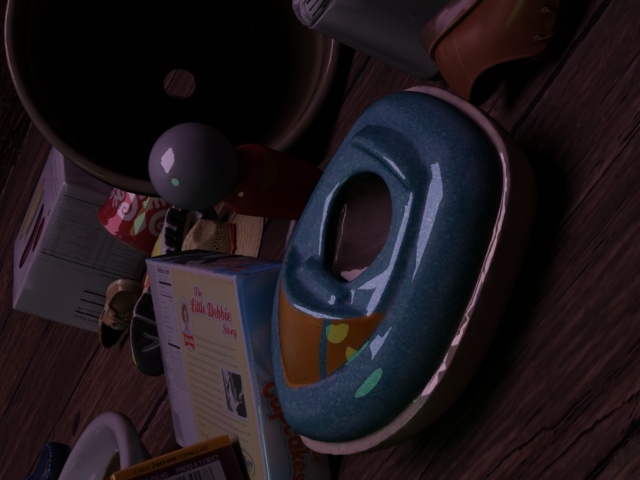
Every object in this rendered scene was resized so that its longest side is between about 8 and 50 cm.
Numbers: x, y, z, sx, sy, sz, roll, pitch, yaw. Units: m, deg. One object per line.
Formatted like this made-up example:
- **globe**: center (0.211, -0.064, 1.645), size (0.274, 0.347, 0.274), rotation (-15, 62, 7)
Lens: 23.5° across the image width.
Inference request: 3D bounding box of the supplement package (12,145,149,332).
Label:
- **supplement package**: center (-0.320, -0.016, 2.111), size (0.194, 0.149, 0.203), rotation (-110, 42, -61)

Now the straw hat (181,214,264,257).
- **straw hat**: center (-0.115, 0.013, 1.639), size (0.144, 0.061, 0.144), rotation (-164, 90, -72)

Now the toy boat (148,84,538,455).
- **toy boat**: center (0.000, 0.000, 1.090), size (0.318, 0.148, 0.267), rotation (36, 108, 51)

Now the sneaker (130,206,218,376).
- **sneaker**: center (-0.164, 0.060, 1.734), size (0.094, 0.081, 0.208), rotation (131, 157, -65)

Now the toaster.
- **toaster**: center (0.074, -0.228, 1.172), size (0.227, 0.146, 0.129), rotation (134, 147, -53)

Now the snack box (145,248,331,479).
- **snack box**: center (-0.079, 0.107, 1.354), size (0.322, 0.060, 0.187), rotation (-173, 74, -71)

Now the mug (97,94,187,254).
- **mug**: center (-0.186, -0.089, 1.858), size (0.169, 0.113, 0.150), rotation (-62, 23, 22)

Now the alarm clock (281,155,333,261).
- **alarm clock**: center (0.010, 0.004, 1.286), size (0.192, 0.064, 0.129), rotation (-29, 47, 60)

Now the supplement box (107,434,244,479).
- **supplement box**: center (-0.128, 0.232, 1.317), size (0.188, 0.104, 0.081), rotation (130, 122, -70)

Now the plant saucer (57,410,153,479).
- **plant saucer**: center (-0.223, 0.380, 1.577), size (0.400, 0.100, 0.400), rotation (-163, 90, -72)

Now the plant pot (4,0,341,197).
- **plant pot**: center (-0.149, -0.186, 1.597), size (0.280, 0.323, 0.323), rotation (122, 162, -82)

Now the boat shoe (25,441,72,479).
- **boat shoe**: center (-0.408, 0.398, 2.105), size (0.109, 0.089, 0.258), rotation (-161, 88, -71)

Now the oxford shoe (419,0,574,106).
- **oxford shoe**: center (0.153, -0.168, 1.052), size (0.212, 0.076, 0.076), rotation (-48, 61, 47)

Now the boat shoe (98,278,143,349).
- **boat shoe**: center (-0.262, 0.098, 2.014), size (0.135, 0.050, 0.045), rotation (115, 159, -53)
